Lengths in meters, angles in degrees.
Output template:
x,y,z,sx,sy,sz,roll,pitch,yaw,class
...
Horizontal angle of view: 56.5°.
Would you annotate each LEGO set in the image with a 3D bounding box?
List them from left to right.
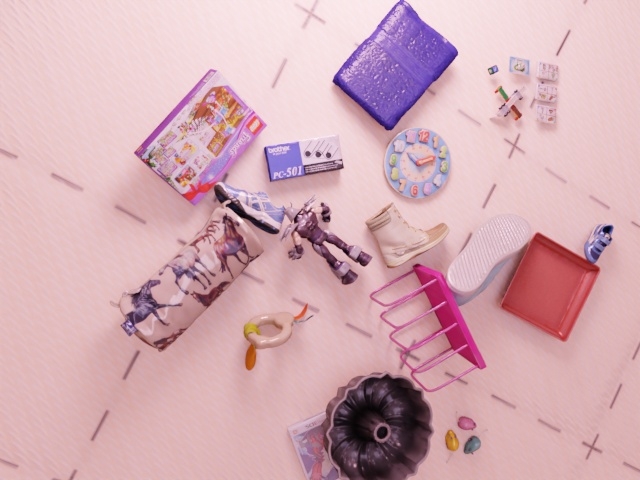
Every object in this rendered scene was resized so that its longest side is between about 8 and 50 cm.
x,y,z,sx,sy,sz,roll,pitch,yaw,class
0.595,-0.447,1.774,0.244,0.060,0.183,3,89,-22,LEGO set

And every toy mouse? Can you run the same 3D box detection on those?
x,y,z,sx,sy,sz,roll,pitch,yaw,class
0.449,0.592,1.803,0.143,0.031,0.161,-4,94,-12,toy mouse

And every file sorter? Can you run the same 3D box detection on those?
x,y,z,sx,sy,sz,roll,pitch,yaw,class
0.288,0.244,1.663,0.182,0.202,0.291,-28,99,-6,file sorter

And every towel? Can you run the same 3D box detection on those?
x,y,z,sx,sy,sz,roll,pitch,yaw,class
0.208,-0.485,1.667,0.227,0.076,0.308,41,85,-5,towel

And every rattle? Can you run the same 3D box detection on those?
x,y,z,sx,sy,sz,roll,pitch,yaw,class
-0.110,0.269,1.643,0.199,0.130,0.143,-21,110,-37,rattle

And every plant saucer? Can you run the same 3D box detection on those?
x,y,z,sx,sy,sz,roll,pitch,yaw,class
0.694,0.141,1.822,0.259,0.047,0.259,27,88,-12,plant saucer

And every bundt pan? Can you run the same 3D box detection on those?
x,y,z,sx,sy,sz,roll,pitch,yaw,class
0.147,0.521,1.670,0.330,0.124,0.331,0,90,-21,bundt pan

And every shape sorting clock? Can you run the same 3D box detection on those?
x,y,z,sx,sy,sz,roll,pitch,yaw,class
0.281,-0.222,1.711,0.206,0.040,0.206,-1,93,-12,shape sorting clock

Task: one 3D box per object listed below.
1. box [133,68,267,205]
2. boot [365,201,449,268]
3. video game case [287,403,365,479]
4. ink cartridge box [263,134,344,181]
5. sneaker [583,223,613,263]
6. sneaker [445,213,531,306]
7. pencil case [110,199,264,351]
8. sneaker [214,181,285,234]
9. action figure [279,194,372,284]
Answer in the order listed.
x,y,z,sx,sy,sz,roll,pitch,yaw,class
-0.303,-0.262,1.533,0.293,0.057,0.201,-49,126,-6,box
0.249,-0.039,1.698,0.213,0.077,0.165,-30,97,-6,boot
0.022,0.592,1.713,0.183,0.023,0.202,-21,98,-10,video game case
-0.045,-0.226,1.636,0.206,0.046,0.097,-11,94,-11,ink cartridge box
0.855,0.005,1.827,0.053,0.059,0.144,33,69,-13,sneaker
0.470,0.057,1.742,0.365,0.150,0.135,-35,67,-26,sneaker
-0.333,0.089,1.534,0.410,0.160,0.183,-45,116,-6,pencil case
-0.190,-0.100,1.605,0.211,0.080,0.081,33,71,-16,sneaker
0.000,0.000,1.630,0.285,0.099,0.185,41,81,-14,action figure
